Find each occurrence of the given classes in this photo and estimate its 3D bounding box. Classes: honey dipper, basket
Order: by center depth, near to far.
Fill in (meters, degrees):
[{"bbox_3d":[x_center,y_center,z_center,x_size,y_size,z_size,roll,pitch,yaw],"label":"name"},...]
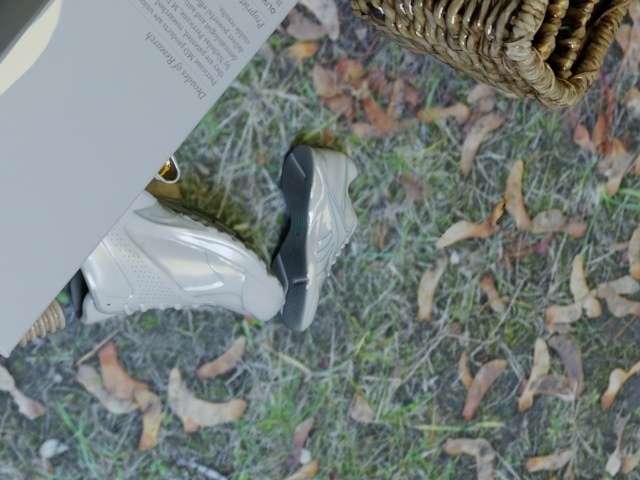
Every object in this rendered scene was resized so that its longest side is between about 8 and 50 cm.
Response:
[{"bbox_3d":[-0.261,0.083,1.391,0.161,0.030,0.030,-26,117,-25],"label":"honey dipper"},{"bbox_3d":[0.204,-0.255,1.498,0.213,0.223,0.299,23,89,-38],"label":"basket"}]

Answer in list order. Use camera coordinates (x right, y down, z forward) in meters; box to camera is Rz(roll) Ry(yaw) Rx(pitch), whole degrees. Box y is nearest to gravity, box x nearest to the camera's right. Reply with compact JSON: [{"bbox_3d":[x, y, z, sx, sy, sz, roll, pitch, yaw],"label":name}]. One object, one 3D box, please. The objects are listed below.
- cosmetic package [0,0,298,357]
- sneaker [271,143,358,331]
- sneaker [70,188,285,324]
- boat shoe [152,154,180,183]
[{"bbox_3d":[-0.183,-0.129,1.278,0.365,0.197,0.155,-52,129,-9],"label":"cosmetic package"},{"bbox_3d":[0.000,0.000,1.536,0.061,0.054,0.152,1,103,-38],"label":"sneaker"},{"bbox_3d":[-0.133,0.018,1.437,0.232,0.090,0.115,29,93,-29],"label":"sneaker"},{"bbox_3d":[-0.136,-0.080,1.426,0.035,0.035,0.100,-43,124,-17],"label":"boat shoe"}]
